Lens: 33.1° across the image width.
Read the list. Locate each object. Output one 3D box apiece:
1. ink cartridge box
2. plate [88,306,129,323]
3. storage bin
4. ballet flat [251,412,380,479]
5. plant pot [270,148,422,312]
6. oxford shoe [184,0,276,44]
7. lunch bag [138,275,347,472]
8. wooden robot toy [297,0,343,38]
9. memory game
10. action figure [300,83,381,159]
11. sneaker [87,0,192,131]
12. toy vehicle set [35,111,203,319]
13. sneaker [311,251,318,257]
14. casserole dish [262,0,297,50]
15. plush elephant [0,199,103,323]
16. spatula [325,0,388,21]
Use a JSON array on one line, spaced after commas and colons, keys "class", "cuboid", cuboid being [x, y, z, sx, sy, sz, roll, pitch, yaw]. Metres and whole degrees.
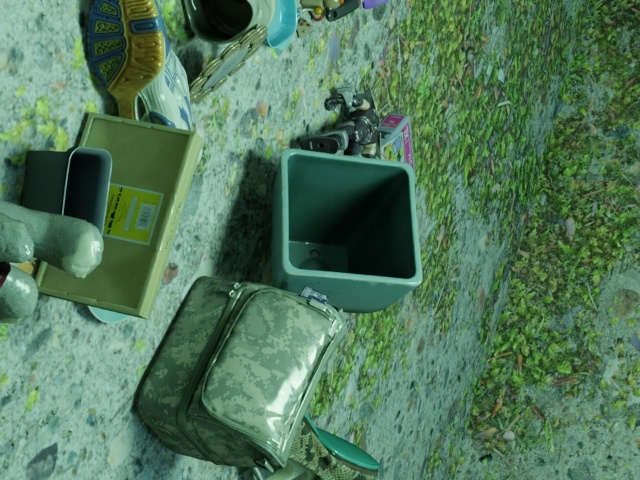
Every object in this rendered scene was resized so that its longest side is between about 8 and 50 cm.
[{"class": "ink cartridge box", "cuboid": [0.121, -0.129, 2.369, 0.311, 0.065, 0.185, -48, 139, -44]}, {"class": "plate", "cuboid": [-0.306, 0.031, 1.621, 0.188, 0.024, 0.188, -34, 130, -55]}, {"class": "storage bin", "cuboid": [-0.342, -0.062, 1.440, 0.098, 0.091, 0.135, 0, 100, -61]}, {"class": "ballet flat", "cuboid": [-0.047, 0.432, 2.168, 0.182, 0.164, 0.483, -52, 142, -7]}, {"class": "plant pot", "cuboid": [0.019, 0.011, 1.966, 0.252, 0.248, 0.247, 121, -29, -59]}, {"class": "oxford shoe", "cuboid": [-0.159, -0.476, 1.583, 0.130, 0.169, 0.449, -54, 149, -38]}, {"class": "lunch bag", "cuboid": [-0.117, 0.223, 1.802, 0.305, 0.256, 0.212, -64, 150, -29]}, {"class": "wooden robot toy", "cuboid": [0.014, -0.455, 2.015, 0.076, 0.079, 0.173, 41, 63, -60]}, {"class": "memory game", "cuboid": [-0.152, -0.274, 1.694, 0.186, 0.012, 0.186, -43, 180, 0]}, {"class": "action figure", "cuboid": [0.058, -0.209, 2.152, 0.185, 0.099, 0.285, 69, 24, -16]}, {"class": "sneaker", "cuboid": [-0.255, -0.249, 1.563, 0.131, 0.112, 0.296, -72, 160, -56]}, {"class": "toy vehicle set", "cuboid": [-0.278, -0.037, 1.487, 0.035, 0.166, 0.267, 48, 56, -71]}, {"class": "sneaker", "cuboid": [0.000, 0.000, 2.141, 0.091, 0.094, 0.258, -9, 99, -42]}, {"class": "casserole dish", "cuboid": [-0.086, -0.425, 1.878, 0.114, 0.037, 0.188, -46, 137, -48]}, {"class": "plush elephant", "cuboid": [-0.430, 0.077, 1.142, 0.330, 0.272, 0.255, 28, 57, -33]}, {"class": "spatula", "cuboid": [0.076, -0.489, 2.168, 0.296, 0.030, 0.084, -47, 138, -56]}]
